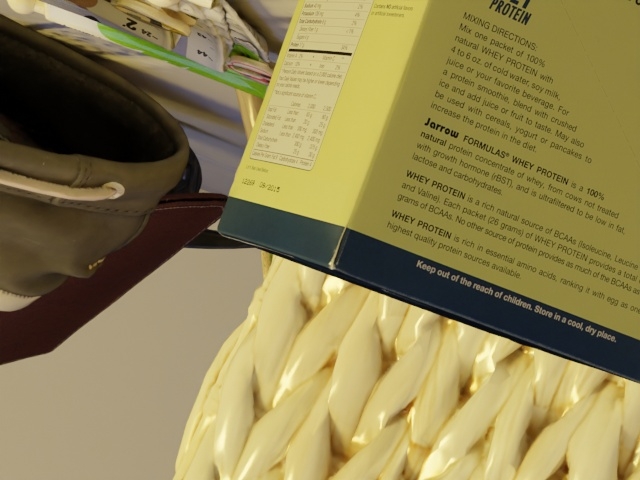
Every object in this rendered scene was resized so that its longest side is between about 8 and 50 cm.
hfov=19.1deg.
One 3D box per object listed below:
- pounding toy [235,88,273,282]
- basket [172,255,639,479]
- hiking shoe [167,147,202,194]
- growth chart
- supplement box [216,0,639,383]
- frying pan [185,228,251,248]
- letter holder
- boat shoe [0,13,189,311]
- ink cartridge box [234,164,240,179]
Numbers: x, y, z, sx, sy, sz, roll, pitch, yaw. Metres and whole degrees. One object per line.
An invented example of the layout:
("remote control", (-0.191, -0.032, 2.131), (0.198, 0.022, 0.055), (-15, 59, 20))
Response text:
("pounding toy", (0.033, 0.013, 0.951), (0.110, 0.183, 0.237), (-6, 172, 5))
("basket", (0.111, 0.129, 0.667), (0.266, 0.331, 0.328), (25, 180, 20))
("hiking shoe", (-0.197, -0.092, 1.491), (0.227, 0.086, 0.114), (25, -168, -29))
("growth chart", (-0.095, -0.098, 0.705), (0.172, 0.021, 0.237), (20, 178, 13))
("supplement box", (0.038, -0.025, 0.385), (0.083, 0.083, 0.056), (20, 178, -27))
("frying pan", (0.011, -0.001, 1.547), (0.326, 0.053, 0.197), (13, -174, 16))
("letter holder", (-0.223, -0.021, 1.246), (0.152, 0.214, 0.302), (58, -157, 9))
("boat shoe", (-0.182, -0.085, 0.654), (0.335, 0.095, 0.112), (34, -147, -41))
("ink cartridge box", (0.075, -0.015, 1.376), (0.181, 0.056, 0.224), (18, -163, 39))
